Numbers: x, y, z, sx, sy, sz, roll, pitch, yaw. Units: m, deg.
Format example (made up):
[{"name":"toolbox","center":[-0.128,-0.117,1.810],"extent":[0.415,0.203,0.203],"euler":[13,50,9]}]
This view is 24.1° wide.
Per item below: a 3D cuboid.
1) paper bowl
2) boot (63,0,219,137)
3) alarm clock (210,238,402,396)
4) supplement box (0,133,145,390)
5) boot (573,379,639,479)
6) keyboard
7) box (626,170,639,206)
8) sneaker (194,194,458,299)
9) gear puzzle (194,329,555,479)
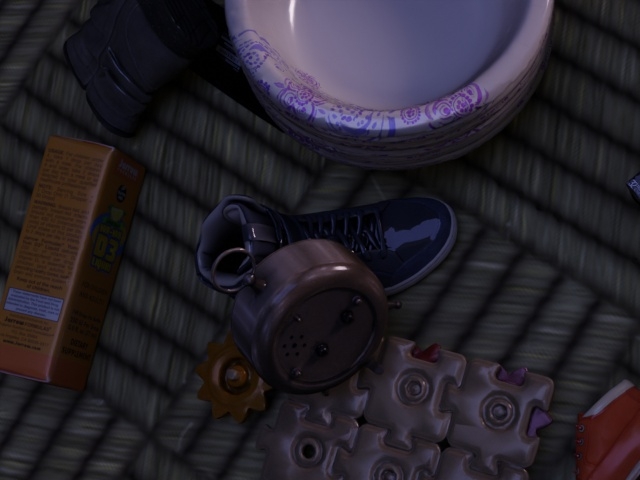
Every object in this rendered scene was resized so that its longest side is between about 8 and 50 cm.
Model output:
[{"name":"paper bowl","center":[0.065,-0.198,1.332],"extent":[0.284,0.148,0.284],"euler":[-3,72,8]},{"name":"boot","center":[-0.207,-0.236,1.475],"extent":[0.161,0.083,0.247],"euler":[-39,64,32]},{"name":"alarm clock","center":[-0.019,0.059,1.253],"extent":[0.129,0.192,0.064],"euler":[-52,37,7]},{"name":"supplement box","center":[-0.243,0.021,1.442],"extent":[0.080,0.078,0.234],"euler":[10,81,21]},{"name":"boot","center":[0.231,0.189,1.250],"extent":[0.158,0.059,0.084],"euler":[-45,64,-5]},{"name":"keyboard","center":[-0.075,-0.192,1.465],"extent":[0.192,0.038,0.100],"euler":[36,114,22]},{"name":"box","center":[0.313,-0.048,1.276],"extent":[0.083,0.052,0.062],"euler":[-39,69,6]},{"name":"sneaker","center":[0.000,0.002,1.317],"extent":[0.226,0.163,0.086],"euler":[-17,71,13]},{"name":"gear puzzle","center":[0.034,0.164,1.334],"extent":[0.338,0.044,0.176],"euler":[14,84,24]}]
